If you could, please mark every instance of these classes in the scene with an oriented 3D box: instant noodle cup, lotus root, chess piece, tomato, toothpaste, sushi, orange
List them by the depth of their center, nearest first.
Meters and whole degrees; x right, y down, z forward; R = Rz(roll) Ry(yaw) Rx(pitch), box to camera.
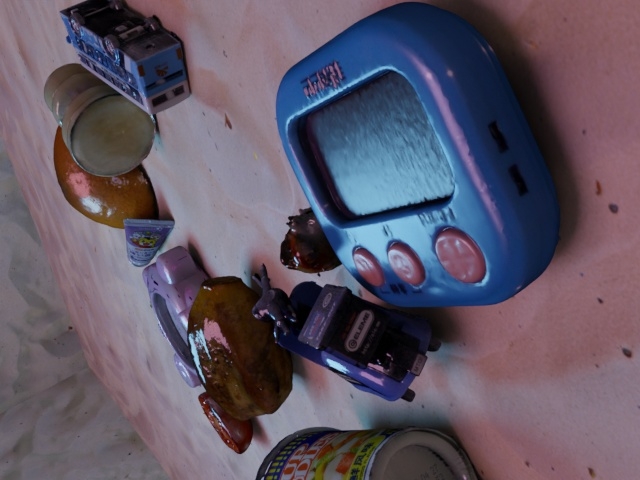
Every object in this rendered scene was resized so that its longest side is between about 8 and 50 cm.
[{"bbox_3d":[0.002,-0.003,1.049,0.226,0.097,0.103,-63,-14,-79],"label":"sushi"},{"bbox_3d":[0.080,0.406,1.187,0.284,0.284,0.312,60,145,4],"label":"instant noodle cup"},{"bbox_3d":[-0.156,0.197,1.500,0.193,0.193,0.291,14,130,57],"label":"lotus root"},{"bbox_3d":[-0.492,-0.282,1.637,0.330,0.182,0.182,42,148,45],"label":"chess piece"},{"bbox_3d":[-0.511,-0.170,1.857,0.310,0.274,0.274,35,160,-18],"label":"orange"},{"bbox_3d":[-0.428,-0.002,1.872,0.299,0.114,0.073,136,135,-67],"label":"toothpaste"},{"bbox_3d":[-0.232,0.450,1.960,0.174,0.082,0.166,60,158,-5],"label":"tomato"}]

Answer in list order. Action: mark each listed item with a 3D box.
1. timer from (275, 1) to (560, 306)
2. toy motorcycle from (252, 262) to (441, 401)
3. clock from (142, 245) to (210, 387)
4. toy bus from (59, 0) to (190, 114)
[{"bbox_3d":[0.093,-0.079,0.825,0.309,0.115,0.340,63,154,-8],"label":"timer"},{"bbox_3d":[0.023,0.123,1.081,0.213,0.125,0.358,30,170,-18],"label":"toy motorcycle"},{"bbox_3d":[-0.303,0.182,1.797,0.322,0.113,0.295,63,154,0],"label":"clock"},{"bbox_3d":[-0.355,-0.344,1.392,0.297,0.106,0.131,36,148,40],"label":"toy bus"}]
